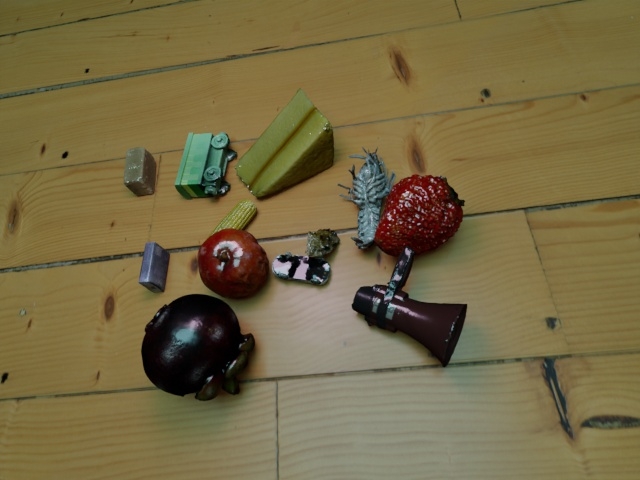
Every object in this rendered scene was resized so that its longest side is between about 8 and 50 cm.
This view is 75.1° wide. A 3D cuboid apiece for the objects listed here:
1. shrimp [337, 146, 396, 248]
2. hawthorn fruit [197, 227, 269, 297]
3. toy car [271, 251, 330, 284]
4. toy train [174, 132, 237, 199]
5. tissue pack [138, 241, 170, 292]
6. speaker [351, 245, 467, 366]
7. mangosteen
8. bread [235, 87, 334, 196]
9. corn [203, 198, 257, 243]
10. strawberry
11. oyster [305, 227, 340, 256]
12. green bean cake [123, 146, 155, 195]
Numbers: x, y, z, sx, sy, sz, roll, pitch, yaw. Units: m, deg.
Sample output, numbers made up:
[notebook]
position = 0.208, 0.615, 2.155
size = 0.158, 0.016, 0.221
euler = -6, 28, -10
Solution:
[shrimp]
position = 0.165, -0.163, 1.480
size = 0.221, 0.166, 0.411
euler = -7, 76, 28
[hawthorn fruit]
position = -0.296, 0.066, 1.370
size = 0.241, 0.272, 0.242
euler = -2, 74, 6
[toy car]
position = -0.067, 0.098, 1.437
size = 0.204, 0.056, 0.095
euler = 7, 64, 11
[toy train]
position = -0.454, -0.305, 1.665
size = 0.202, 0.120, 0.301
euler = -1, 64, 12
[tissue pack]
position = -0.595, 0.097, 1.496
size = 0.051, 0.112, 0.156
euler = -5, 63, 8
[speaker]
position = 0.269, 0.187, 1.246
size = 0.329, 0.259, 0.198
euler = 25, 34, 24
[mangosteen]
position = -0.361, 0.331, 1.263
size = 0.347, 0.307, 0.307
euler = 39, 74, -6
[bread]
position = -0.155, -0.342, 1.570
size = 0.361, 0.245, 0.233
euler = -31, 64, -10
[corn]
position = -0.334, -0.050, 1.542
size = 0.081, 0.081, 0.248
euler = 33, 74, 22
[strawberry]
position = 0.317, -0.069, 1.340
size = 0.261, 0.261, 0.258
euler = 11, 53, 14
[oyster]
position = -0.001, 0.005, 1.447
size = 0.105, 0.056, 0.177
euler = 27, 42, 21
[green bean cake]
position = -0.738, -0.282, 1.707
size = 0.085, 0.109, 0.179
euler = -10, 63, 5
